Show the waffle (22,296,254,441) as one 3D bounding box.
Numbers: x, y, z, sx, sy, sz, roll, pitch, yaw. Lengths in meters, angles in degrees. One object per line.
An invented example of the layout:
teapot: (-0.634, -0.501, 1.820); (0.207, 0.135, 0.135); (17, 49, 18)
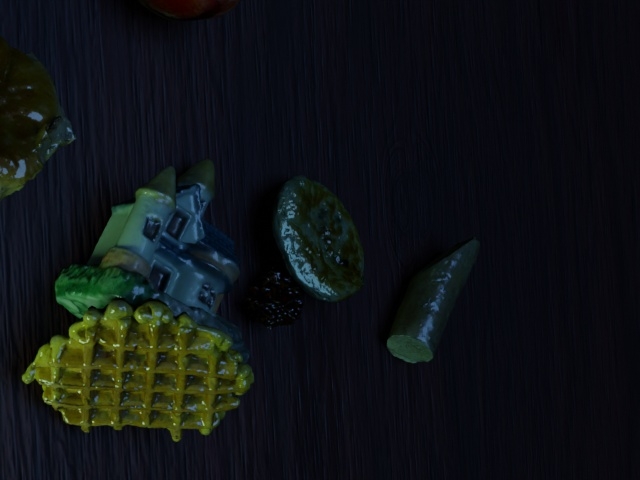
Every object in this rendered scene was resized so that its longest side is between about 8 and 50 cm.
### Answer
waffle: (-0.252, 0.195, 1.590); (0.301, 0.281, 0.058); (23, 39, -25)

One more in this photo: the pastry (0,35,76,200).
pastry: (-0.461, -0.172, 1.502); (0.236, 0.121, 0.257); (47, 52, -12)

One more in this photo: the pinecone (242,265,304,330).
pinecone: (-0.078, 0.096, 1.875); (0.102, 0.102, 0.109); (43, 27, -31)

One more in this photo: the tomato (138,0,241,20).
tomato: (-0.202, -0.428, 1.723); (0.208, 0.208, 0.184); (31, 69, -36)

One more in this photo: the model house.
model house: (-0.203, 0.005, 1.704); (0.267, 0.194, 0.324); (37, 60, -33)

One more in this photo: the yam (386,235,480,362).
yam: (0.213, 0.101, 2.120); (0.106, 0.106, 0.259); (42, 61, -32)

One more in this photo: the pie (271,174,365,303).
pie: (0.000, 0.000, 1.923); (0.240, 0.054, 0.240); (36, 42, -42)
